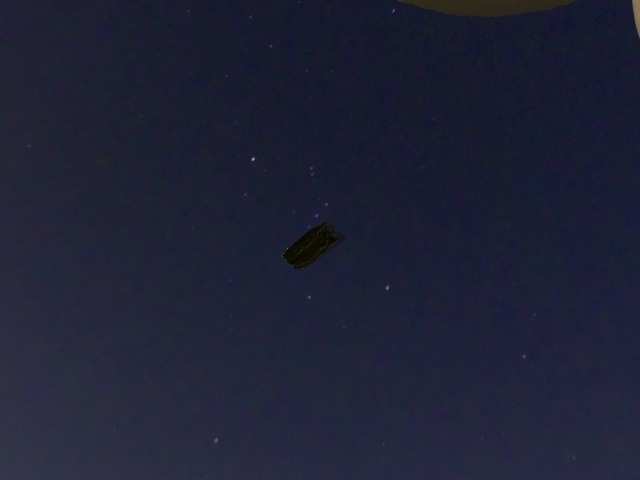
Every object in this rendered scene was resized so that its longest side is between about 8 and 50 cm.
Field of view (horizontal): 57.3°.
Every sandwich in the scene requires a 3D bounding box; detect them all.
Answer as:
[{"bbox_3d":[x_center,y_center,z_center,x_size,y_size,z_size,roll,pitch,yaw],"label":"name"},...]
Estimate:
[{"bbox_3d":[0.000,0.000,0.649,0.031,0.083,0.044,50,-34,8],"label":"sandwich"}]

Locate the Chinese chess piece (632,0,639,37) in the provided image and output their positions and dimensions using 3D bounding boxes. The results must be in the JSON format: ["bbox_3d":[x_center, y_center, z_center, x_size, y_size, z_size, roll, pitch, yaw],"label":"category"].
[{"bbox_3d":[0.447,-0.245,0.483,0.338,0.140,0.338,15,-55,22],"label":"Chinese chess piece"}]

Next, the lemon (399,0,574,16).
[{"bbox_3d":[0.105,-0.280,0.345,0.297,0.297,0.297,8,-56,11],"label":"lemon"}]
